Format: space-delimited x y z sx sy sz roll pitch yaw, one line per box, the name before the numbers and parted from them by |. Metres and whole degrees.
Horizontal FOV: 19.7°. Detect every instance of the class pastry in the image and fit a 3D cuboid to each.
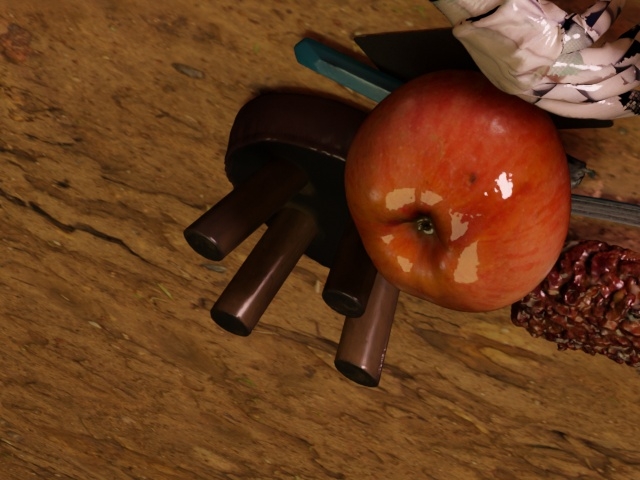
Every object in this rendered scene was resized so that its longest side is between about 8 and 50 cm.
pastry | 0.276 0.057 1.749 0.208 0.097 0.115 13 159 33

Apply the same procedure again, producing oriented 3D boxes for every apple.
apple | 0.117 -0.038 1.587 0.209 0.164 0.209 16 130 20

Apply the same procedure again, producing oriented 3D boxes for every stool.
stool | 0.000 0.000 1.832 0.272 0.178 0.272 24 155 12

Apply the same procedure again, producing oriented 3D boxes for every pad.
pad | 0.140 -0.139 1.611 0.211 0.003 0.143 2 146 46

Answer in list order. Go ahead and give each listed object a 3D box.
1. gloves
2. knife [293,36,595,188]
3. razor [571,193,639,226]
gloves | 0.174 -0.153 1.424 0.212 0.111 0.127 41 152 -14
knife | 0.109 -0.115 1.662 0.296 0.026 0.044 27 145 8
razor | 0.249 -0.028 1.683 0.191 0.037 0.068 10 110 28
